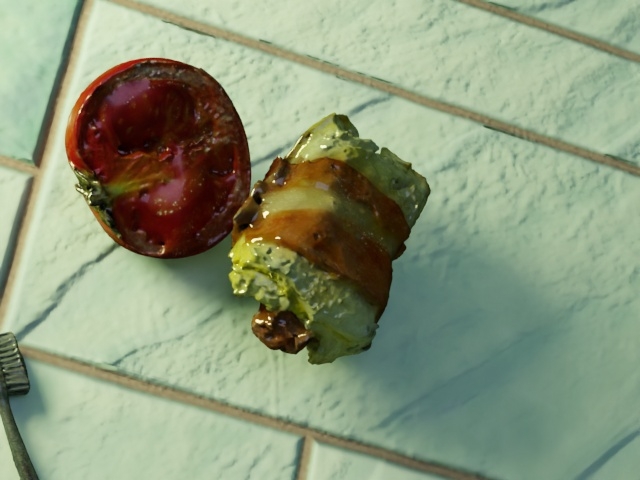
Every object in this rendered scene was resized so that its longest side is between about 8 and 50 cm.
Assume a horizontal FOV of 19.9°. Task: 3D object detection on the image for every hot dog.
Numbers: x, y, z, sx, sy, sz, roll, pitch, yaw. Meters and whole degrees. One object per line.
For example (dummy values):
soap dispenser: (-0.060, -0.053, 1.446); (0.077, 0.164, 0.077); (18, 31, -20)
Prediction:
hot dog: (0.000, 0.000, 1.425); (0.146, 0.103, 0.213); (43, 47, -16)

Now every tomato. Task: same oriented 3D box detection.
tomato: (-0.133, -0.063, 1.421); (0.139, 0.091, 0.159); (-33, 105, -19)

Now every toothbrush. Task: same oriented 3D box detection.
toothbrush: (-0.186, 0.208, 1.292); (0.031, 0.023, 0.321); (-12, 68, -23)
